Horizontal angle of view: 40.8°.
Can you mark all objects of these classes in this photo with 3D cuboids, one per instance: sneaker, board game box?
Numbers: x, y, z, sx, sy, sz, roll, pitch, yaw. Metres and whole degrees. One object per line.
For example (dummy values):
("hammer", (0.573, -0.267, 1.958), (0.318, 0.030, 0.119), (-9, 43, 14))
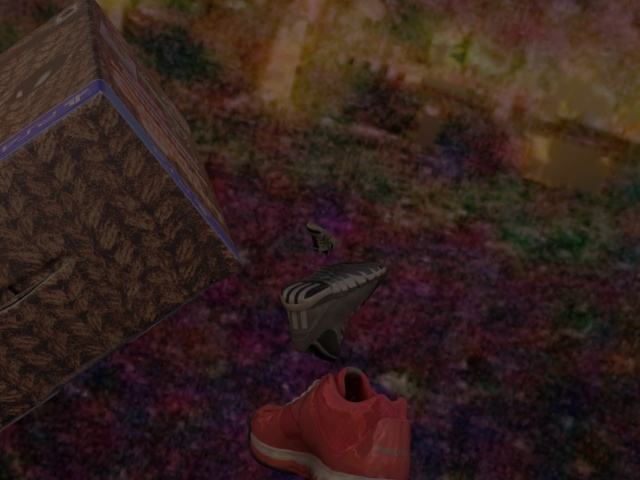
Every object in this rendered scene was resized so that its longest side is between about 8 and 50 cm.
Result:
("sneaker", (0.023, 0.111, 1.296), (0.086, 0.132, 0.229), (5, 14, 38))
("sneaker", (0.000, 0.000, 1.342), (0.032, 0.037, 0.083), (36, 0, 38))
("sneaker", (0.017, 0.205, 0.965), (0.116, 0.136, 0.314), (14, -4, -26))
("board game box", (-0.212, -0.029, 0.622), (0.141, 0.232, 0.291), (54, 2, -30))
